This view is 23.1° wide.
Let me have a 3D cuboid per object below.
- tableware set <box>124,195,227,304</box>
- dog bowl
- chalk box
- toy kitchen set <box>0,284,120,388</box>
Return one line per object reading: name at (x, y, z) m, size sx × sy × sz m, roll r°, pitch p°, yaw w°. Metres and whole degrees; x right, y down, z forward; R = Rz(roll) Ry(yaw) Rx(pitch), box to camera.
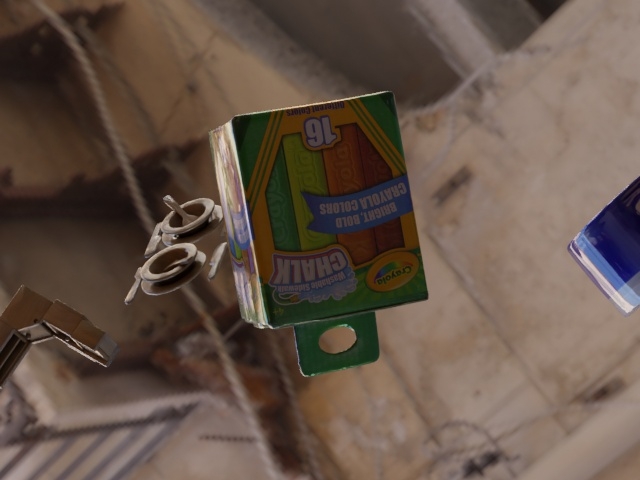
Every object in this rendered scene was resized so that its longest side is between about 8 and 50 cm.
tableware set at (-0.174, -0.001, 1.935) m, size 0.194 × 0.128 × 0.039 m, roll -75°, pitch -36°, yaw -57°
dog bowl at (0.404, -0.038, 1.737) m, size 0.104 × 0.265 × 0.265 m, roll 49°, pitch -153°, yaw 9°
chalk box at (0.000, 0.000, 1.690) m, size 0.179 × 0.180 × 0.289 m, roll 177°, pitch 81°, yaw -78°
toy kitchen set at (-0.201, 0.092, 1.183) m, size 0.083 × 0.075 × 0.068 m, roll 26°, pitch 165°, yaw 25°
